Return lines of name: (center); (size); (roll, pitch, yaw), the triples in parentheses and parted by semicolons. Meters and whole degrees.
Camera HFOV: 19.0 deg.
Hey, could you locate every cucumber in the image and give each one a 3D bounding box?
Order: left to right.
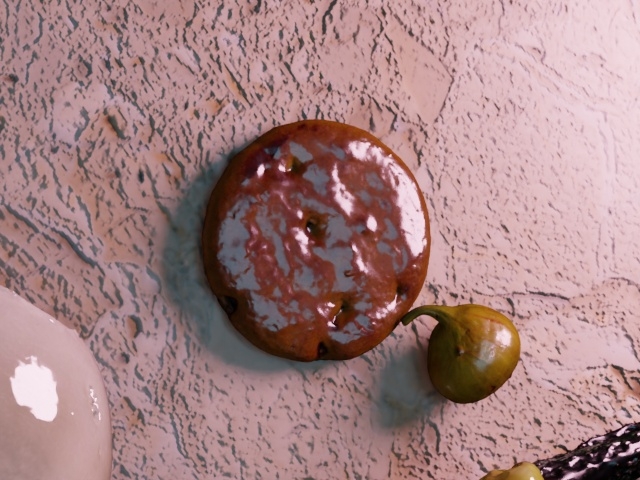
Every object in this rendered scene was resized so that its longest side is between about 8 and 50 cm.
cucumber: (0.249, 0.200, 1.693); (0.181, 0.053, 0.053); (-18, 91, -19)

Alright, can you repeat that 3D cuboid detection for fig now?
fig: (0.126, 0.087, 1.648); (0.084, 0.082, 0.098); (-28, 106, 20)

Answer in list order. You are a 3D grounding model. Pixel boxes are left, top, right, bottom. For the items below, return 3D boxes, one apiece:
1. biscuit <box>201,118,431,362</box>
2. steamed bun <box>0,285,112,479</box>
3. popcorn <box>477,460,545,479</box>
biscuit: (0.000, 0.000, 1.639); (0.212, 0.036, 0.212); (1, 86, -18)
steamed bun: (-0.315, 0.154, 1.387); (0.324, 0.324, 0.206); (25, 58, -13)
popcorn: (0.122, 0.329, 1.520); (0.312, 0.312, 0.312); (1, 85, -16)
